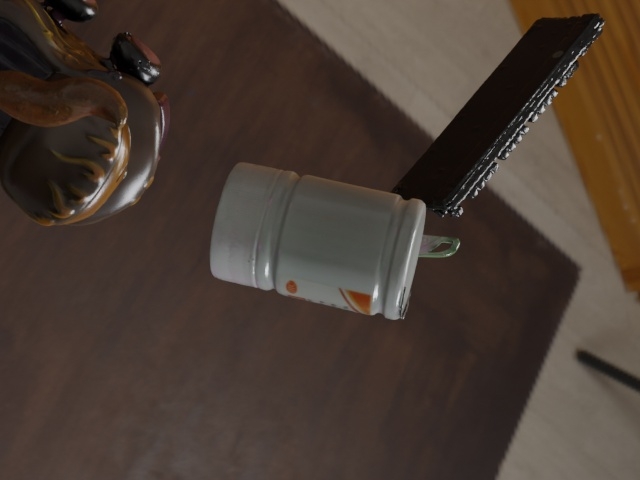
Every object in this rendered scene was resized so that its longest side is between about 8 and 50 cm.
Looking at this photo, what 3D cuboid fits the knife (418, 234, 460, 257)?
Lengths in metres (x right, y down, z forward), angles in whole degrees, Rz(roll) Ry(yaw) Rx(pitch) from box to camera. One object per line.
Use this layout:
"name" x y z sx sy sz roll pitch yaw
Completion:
"knife" 0.032 0.002 1.204 0.207 0.014 0.030 2 60 -2

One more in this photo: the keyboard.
"keyboard" 0.141 -0.101 0.974 0.231 0.072 0.023 -49 123 -25

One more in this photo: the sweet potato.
"sweet potato" -0.300 -0.154 1.358 0.202 0.058 0.055 9 57 14

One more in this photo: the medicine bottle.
"medicine bottle" 0.000 0.000 0.563 0.089 0.057 0.057 12 68 8

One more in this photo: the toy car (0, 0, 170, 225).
"toy car" -0.356 -0.166 1.559 0.341 0.271 0.240 40 16 -9
